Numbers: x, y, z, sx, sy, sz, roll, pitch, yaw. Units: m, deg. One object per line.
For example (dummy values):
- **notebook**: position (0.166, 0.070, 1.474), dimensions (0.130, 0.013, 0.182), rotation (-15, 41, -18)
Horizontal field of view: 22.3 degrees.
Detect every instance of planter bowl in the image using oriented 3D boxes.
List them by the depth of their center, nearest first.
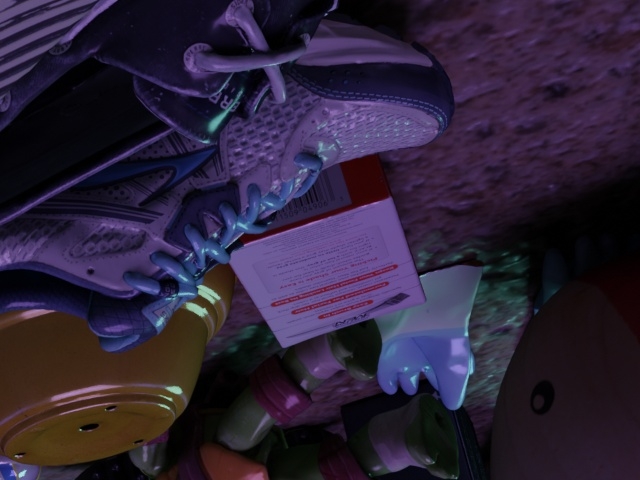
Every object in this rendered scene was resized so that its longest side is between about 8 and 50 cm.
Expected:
- **planter bowl**: position (-0.139, 0.071, 0.924), dimensions (0.217, 0.090, 0.217), rotation (-13, 158, -5)

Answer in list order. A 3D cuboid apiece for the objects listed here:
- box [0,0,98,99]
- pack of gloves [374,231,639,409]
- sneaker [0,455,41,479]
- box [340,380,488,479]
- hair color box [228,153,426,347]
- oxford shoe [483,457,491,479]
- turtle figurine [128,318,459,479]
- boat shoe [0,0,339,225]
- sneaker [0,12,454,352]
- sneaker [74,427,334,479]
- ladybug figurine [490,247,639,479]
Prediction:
- **box**: position (-0.160, -0.085, 0.523), dimensions (0.094, 0.113, 0.275), rotation (5, 152, -42)
- **pack of gloves**: position (0.135, 0.069, 1.156), dimensions (0.195, 0.046, 0.232), rotation (-14, 158, -1)
- **sneaker**: position (-0.257, 0.229, 1.168), dimensions (0.091, 0.126, 0.240), rotation (0, 153, -33)
- **box**: position (0.090, 0.212, 1.315), dimensions (0.093, 0.156, 0.158), rotation (-17, 157, 6)
- **hair color box**: position (0.000, 0.000, 0.898), dimensions (0.093, 0.053, 0.167), rotation (-18, 156, 3)
- **oxford shoe**: position (0.155, 0.279, 1.556), dimensions (0.132, 0.130, 0.364), rotation (-6, 156, -6)
- **turtle figurine**: position (-0.060, 0.170, 1.060), dimensions (0.266, 0.198, 0.274), rotation (-33, 161, 22)
- **boat shoe**: position (-0.047, -0.086, 0.601), dimensions (0.301, 0.102, 0.108), rotation (-24, 156, 20)
- **sneaker**: position (-0.071, -0.012, 0.732), dimensions (0.283, 0.122, 0.110), rotation (-14, 158, -2)
- **sneaker**: position (-0.094, 0.209, 1.288), dimensions (0.234, 0.078, 0.106), rotation (-6, 153, -27)
- **ladybug figurine**: position (0.310, 0.059, 1.028), dimensions (0.449, 0.162, 0.305), rotation (-19, -175, -8)
